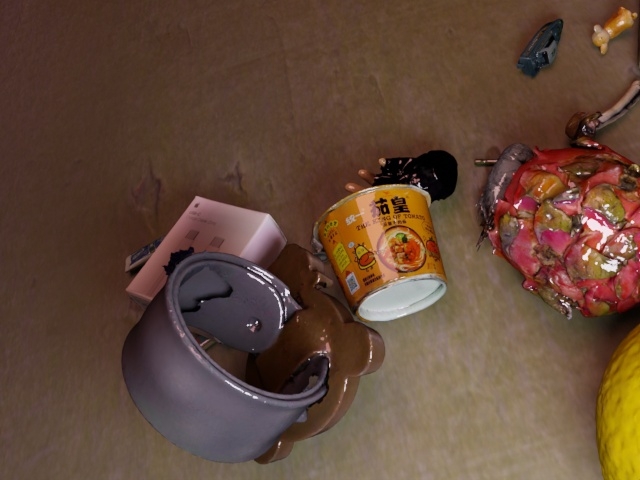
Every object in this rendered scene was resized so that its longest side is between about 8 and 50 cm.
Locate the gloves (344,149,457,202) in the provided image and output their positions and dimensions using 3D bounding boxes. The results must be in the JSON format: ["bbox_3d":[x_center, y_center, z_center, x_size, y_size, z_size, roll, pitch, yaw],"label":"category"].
[{"bbox_3d":[0.142,-0.096,1.259,0.204,0.124,0.164,-24,17,37],"label":"gloves"}]

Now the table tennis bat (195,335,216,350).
[{"bbox_3d":[-0.149,0.143,1.276,0.274,0.021,0.154,-35,52,-4],"label":"table tennis bat"}]

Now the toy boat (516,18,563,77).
[{"bbox_3d":[0.458,-0.400,1.361,0.060,0.055,0.141,23,69,40],"label":"toy boat"}]

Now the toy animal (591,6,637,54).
[{"bbox_3d":[0.578,-0.415,1.320,0.083,0.060,0.081,-41,19,-12],"label":"toy animal"}]

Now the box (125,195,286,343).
[{"bbox_3d":[-0.219,0.051,1.298,0.203,0.106,0.251,15,60,35],"label":"box"}]

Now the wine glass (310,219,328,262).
[{"bbox_3d":[0.000,0.000,1.296,0.039,0.042,0.083,8,56,-7],"label":"wine glass"}]

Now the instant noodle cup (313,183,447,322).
[{"bbox_3d":[0.111,0.029,1.141,0.216,0.215,0.172,-21,63,8],"label":"instant noodle cup"}]

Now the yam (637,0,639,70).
[{"bbox_3d":[0.666,-0.480,1.317,0.083,0.083,0.371,2,63,23],"label":"yam"}]

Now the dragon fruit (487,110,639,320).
[{"bbox_3d":[0.429,-0.016,1.015,0.291,0.250,0.269,23,51,38],"label":"dragon fruit"}]

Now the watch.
[{"bbox_3d":[-0.130,0.156,1.022,0.314,0.327,0.335,-49,46,26],"label":"watch"}]

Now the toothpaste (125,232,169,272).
[{"bbox_3d":[-0.333,0.010,1.427,0.197,0.034,0.057,-27,37,6],"label":"toothpaste"}]

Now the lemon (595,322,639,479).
[{"bbox_3d":[0.490,0.230,0.794,0.336,0.336,0.335,-10,56,16],"label":"lemon"}]

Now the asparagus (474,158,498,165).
[{"bbox_3d":[0.351,-0.151,1.269,0.115,0.014,0.015,0,76,21],"label":"asparagus"}]

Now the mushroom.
[{"bbox_3d":[0.531,-0.236,1.236,0.187,0.061,0.060,-32,66,-15],"label":"mushroom"}]

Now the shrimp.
[{"bbox_3d":[0.323,-0.078,1.199,0.232,0.079,0.090,-60,22,-17],"label":"shrimp"}]
